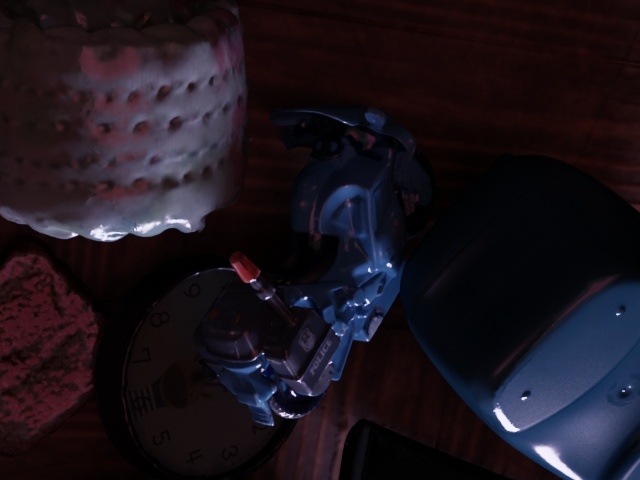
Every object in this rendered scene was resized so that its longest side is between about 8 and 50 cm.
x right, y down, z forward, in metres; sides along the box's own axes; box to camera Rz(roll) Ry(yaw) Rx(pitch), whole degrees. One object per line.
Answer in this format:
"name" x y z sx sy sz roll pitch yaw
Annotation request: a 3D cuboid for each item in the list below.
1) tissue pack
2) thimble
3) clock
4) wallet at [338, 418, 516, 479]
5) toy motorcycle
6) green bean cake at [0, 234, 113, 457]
"tissue pack" 0.200 0.066 1.036 0.198 0.206 0.287 -46 128 12
"thimble" -0.137 -0.095 0.922 0.211 0.185 0.149 -15 115 -41
"clock" -0.087 0.103 1.026 0.184 0.040 0.184 -5 98 -37
"wallet" 0.152 0.283 1.133 0.318 0.045 0.172 22 57 -20
"toy motorcycle" 0.000 0.000 0.991 0.182 0.123 0.272 54 55 -36
"green bean cake" -0.230 0.080 1.005 0.135 0.056 0.136 -40 110 -6
